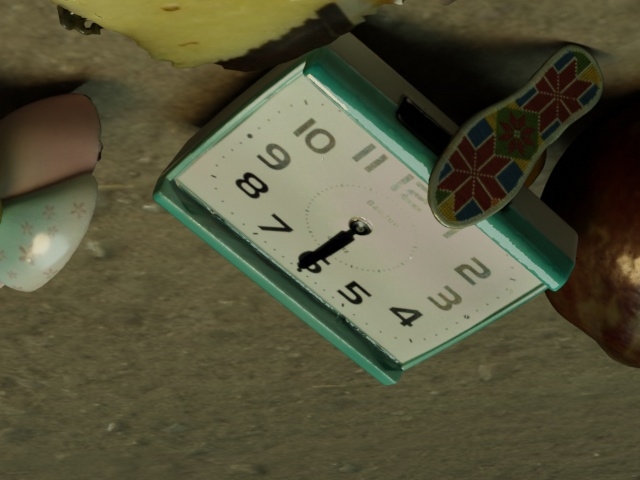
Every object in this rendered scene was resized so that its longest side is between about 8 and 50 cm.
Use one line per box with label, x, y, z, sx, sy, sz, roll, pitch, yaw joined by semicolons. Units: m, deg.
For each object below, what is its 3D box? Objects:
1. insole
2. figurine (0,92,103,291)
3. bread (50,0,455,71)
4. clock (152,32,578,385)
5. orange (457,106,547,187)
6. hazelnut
insole;0.144;-0.078;1.203;0.065;0.193;0.006;53;154;-10
figurine;-0.296;-0.086;1.159;0.284;0.206;0.316;-16;158;42
bread;-0.075;-0.195;0.760;0.346;0.242;0.405;-15;-175;39
clock;0.038;-0.034;1.285;0.262;0.116;0.231;39;136;-16
orange;0.143;-0.070;1.325;0.083;0.070;0.083;2;159;1
hazelnut;0.290;0.003;1.328;0.234;0.218;0.218;28;157;9
